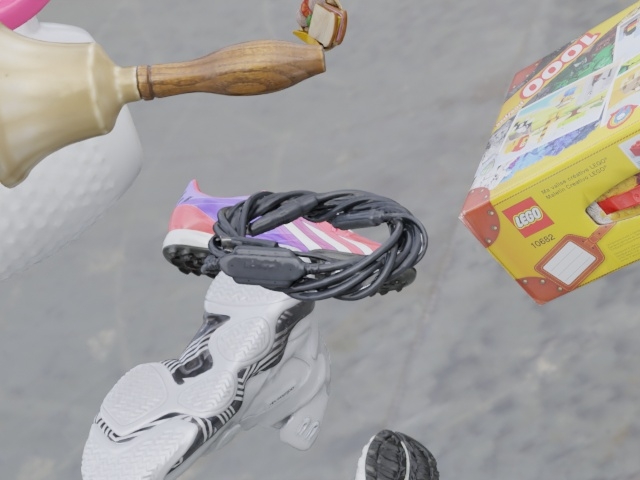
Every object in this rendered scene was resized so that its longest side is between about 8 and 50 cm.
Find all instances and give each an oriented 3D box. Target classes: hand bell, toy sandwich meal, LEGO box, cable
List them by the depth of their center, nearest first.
[{"bbox_3d":[-0.117,-0.117,1.019,0.242,0.126,0.126,-8,27,4],"label":"hand bell"},{"bbox_3d":[0.000,0.000,1.165,0.184,0.047,0.150,1,25,15],"label":"cable"},{"bbox_3d":[-0.002,-0.272,1.764,0.085,0.086,0.029,-6,6,42],"label":"toy sandwich meal"},{"bbox_3d":[0.472,-0.176,1.936,0.500,0.193,0.372,-29,23,39],"label":"LEGO box"}]

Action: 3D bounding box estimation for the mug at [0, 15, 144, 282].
[{"bbox_3d":[-0.383,-0.130,1.493,0.328,0.374,0.276,-24,32,-13],"label":"mug"}]

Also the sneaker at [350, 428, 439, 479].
[{"bbox_3d":[0.043,0.309,1.369,0.108,0.100,0.271,-61,0,39],"label":"sneaker"}]

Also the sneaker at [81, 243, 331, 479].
[{"bbox_3d":[-0.105,0.193,1.590,0.137,0.210,0.366,16,54,35],"label":"sneaker"}]

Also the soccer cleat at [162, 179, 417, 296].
[{"bbox_3d":[-0.034,-0.006,1.758,0.318,0.108,0.116,7,66,9],"label":"soccer cleat"}]

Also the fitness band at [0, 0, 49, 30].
[{"bbox_3d":[-0.297,-0.312,1.272,0.291,0.209,0.054,-56,46,16],"label":"fitness band"}]
